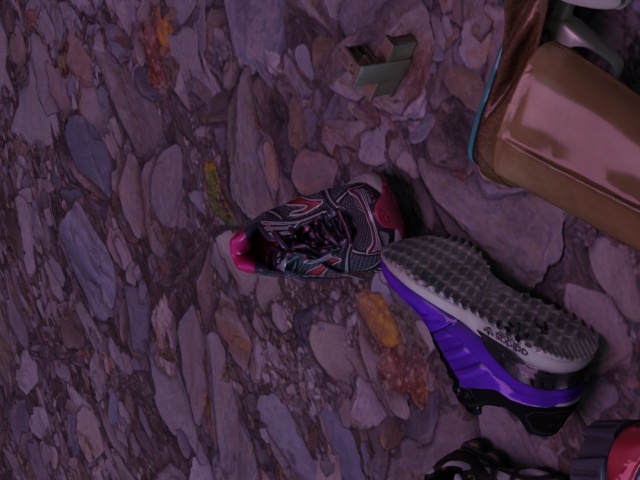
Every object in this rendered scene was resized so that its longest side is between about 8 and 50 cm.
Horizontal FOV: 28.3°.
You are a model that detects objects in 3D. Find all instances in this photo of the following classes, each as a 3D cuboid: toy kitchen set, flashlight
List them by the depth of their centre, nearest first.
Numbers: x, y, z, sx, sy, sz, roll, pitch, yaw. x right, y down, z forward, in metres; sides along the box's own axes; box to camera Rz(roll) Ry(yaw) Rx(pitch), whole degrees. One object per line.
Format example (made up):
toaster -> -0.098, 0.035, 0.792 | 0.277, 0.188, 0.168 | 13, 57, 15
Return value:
flashlight -> 0.351, 0.204, 1.071 | 0.103, 0.103, 0.304 | 42, 155, -24
toy kitchen set -> 0.049, -0.206, 1.403 | 0.075, 0.068, 0.083 | 57, 144, 27

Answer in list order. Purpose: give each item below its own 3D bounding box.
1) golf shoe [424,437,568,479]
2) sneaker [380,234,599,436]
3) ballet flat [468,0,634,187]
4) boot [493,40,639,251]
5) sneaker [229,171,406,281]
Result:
golf shoe -> 0.194, 0.278, 1.355 | 0.198, 0.094, 0.077 | 14, 113, 54
sneaker -> 0.156, 0.106, 1.332 | 0.293, 0.102, 0.146 | 38, 134, 45
ballet flat -> 0.213, -0.190, 1.125 | 0.124, 0.116, 0.342 | 25, 126, 29
boot -> 0.262, -0.006, 1.070 | 0.269, 0.089, 0.236 | 34, 119, 24
sneaker -> 0.000, 0.000, 1.528 | 0.299, 0.112, 0.121 | -20, 86, 58
